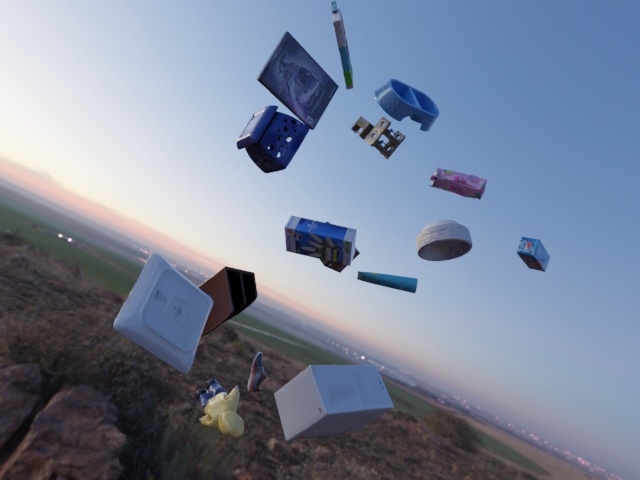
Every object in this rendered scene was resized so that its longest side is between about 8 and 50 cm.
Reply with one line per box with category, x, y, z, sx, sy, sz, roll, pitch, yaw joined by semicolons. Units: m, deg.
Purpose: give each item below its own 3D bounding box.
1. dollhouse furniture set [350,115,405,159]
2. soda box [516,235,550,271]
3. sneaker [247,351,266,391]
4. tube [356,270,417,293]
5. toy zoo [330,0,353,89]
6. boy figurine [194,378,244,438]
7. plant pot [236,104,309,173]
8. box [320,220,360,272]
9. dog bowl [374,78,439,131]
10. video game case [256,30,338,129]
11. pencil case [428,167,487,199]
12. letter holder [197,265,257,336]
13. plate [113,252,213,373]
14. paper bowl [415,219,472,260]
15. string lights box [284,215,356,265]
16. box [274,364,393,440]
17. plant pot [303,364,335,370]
dollhouse furniture set;0.255;-0.478;1.850;0.129;0.129;0.183;27;19;-43
soda box;0.839;0.056;1.640;0.067;0.071;0.210;15;-10;43
sneaker;-0.243;0.528;1.668;0.065;0.157;0.061;7;-23;7
tube;0.229;0.140;1.446;0.207;0.052;0.080;9;-31;8
toy zoo;0.084;-0.755;1.597;0.030;0.192;0.293;-9;-52;11
boy figurine;-0.366;0.626;1.559;0.285;0.177;0.092;19;-34;51
plant pot;-0.228;-0.460;1.875;0.212;0.236;0.236;35;-15;-28
box;0.071;0.037;2.288;0.167;0.168;0.203;28;21;-52
dog bowl;0.343;-0.526;1.609;0.297;0.165;0.074;9;-37;-36
video game case;-0.072;-0.550;1.457;0.274;0.196;0.026;35;-9;-39
pencil case;0.732;-0.304;2.224;0.284;0.124;0.124;19;-12;17
letter holder;-0.407;0.277;1.716;0.302;0.214;0.152;-35;-35;31
plate;-0.439;0.211;1.245;0.045;0.277;0.278;-20;-51;27
paper bowl;0.651;-0.008;2.225;0.284;0.148;0.284;-3;-26;-1
string lights box;0.000;0.000;1.578;0.260;0.076;0.133;12;-44;12
box;0.050;0.562;1.462;0.345;0.215;0.168;16;39;-42
plant pot;0.003;0.572;1.724;0.134;0.095;0.134;-9;-16;-3
